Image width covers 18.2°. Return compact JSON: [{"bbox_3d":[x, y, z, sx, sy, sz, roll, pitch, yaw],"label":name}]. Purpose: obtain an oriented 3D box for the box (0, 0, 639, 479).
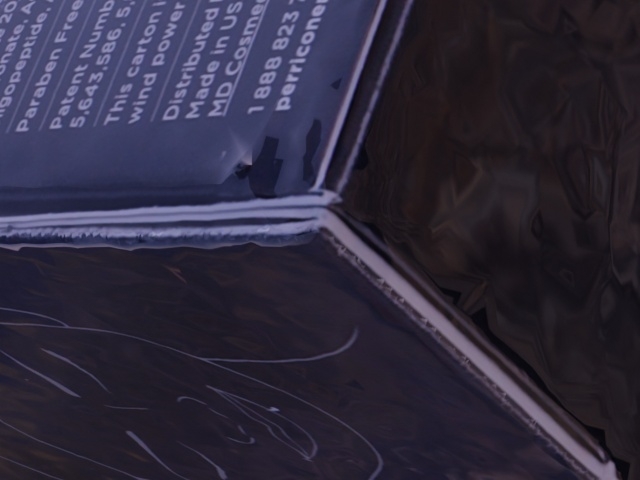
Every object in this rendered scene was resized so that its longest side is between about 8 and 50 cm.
[{"bbox_3d":[0.000,0.000,0.944,0.472,0.480,0.297,-2,57,40],"label":"box"}]
